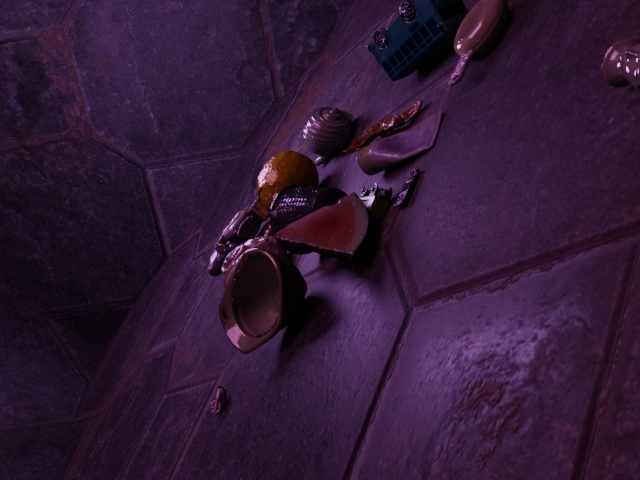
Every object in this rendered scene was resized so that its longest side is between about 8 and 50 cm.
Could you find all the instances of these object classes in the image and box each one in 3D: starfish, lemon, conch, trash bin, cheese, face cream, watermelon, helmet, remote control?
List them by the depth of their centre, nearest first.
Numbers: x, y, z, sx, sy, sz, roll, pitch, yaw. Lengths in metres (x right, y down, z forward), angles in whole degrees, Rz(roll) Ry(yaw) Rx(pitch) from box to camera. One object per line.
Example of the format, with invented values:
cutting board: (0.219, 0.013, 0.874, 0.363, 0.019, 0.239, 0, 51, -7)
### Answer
remote control: (0.182, -0.109, 1.705, 0.039, 0.014, 0.096, -29, 31, 59)
watermelon: (0.019, 0.012, 1.743, 0.202, 0.136, 0.207, -20, 27, 1)
cheese: (0.334, -0.430, 1.784, 0.227, 0.064, 0.137, -63, 16, -17)
face cream: (0.184, -0.212, 1.843, 0.224, 0.070, 0.114, -21, 39, 44)
helmet: (-0.111, 0.133, 1.895, 0.204, 0.137, 0.257, 56, 128, 31)
trash bin: (-0.009, -0.055, 1.934, 0.161, 0.175, 0.175, -5, 53, 57)
starfish: (0.146, -0.265, 1.968, 0.227, 0.043, 0.240, -27, -3, -2)
lemon: (-0.093, -0.162, 2.328, 0.180, 0.181, 0.193, -45, 41, 35)
conch: (0.007, -0.321, 2.412, 0.200, 0.131, 0.172, -44, 22, 37)

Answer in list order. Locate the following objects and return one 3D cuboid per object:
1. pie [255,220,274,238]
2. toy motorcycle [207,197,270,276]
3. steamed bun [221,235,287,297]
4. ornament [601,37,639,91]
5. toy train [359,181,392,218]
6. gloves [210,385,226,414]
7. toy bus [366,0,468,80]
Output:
pie: (-0.169, 0.020, 2.424, 0.182, 0.050, 0.182, -59, 13, 22)
toy motorcycle: (-0.249, -0.003, 2.435, 0.263, 0.091, 0.157, -57, 11, -28)
steamed bun: (-0.194, 0.077, 2.222, 0.211, 0.144, 0.218, -45, 20, 39)
ornament: (0.434, -0.233, 1.090, 0.074, 0.081, 0.156, -58, 11, 14)
toy train: (0.117, -0.084, 1.796, 0.122, 0.050, 0.081, -9, 62, 71)
gloves: (-0.244, 0.383, 1.978, 0.044, 0.037, 0.080, 10, -77, -79)
toy bus: (0.250, -0.522, 2.045, 0.128, 0.147, 0.256, -33, -1, -38)
